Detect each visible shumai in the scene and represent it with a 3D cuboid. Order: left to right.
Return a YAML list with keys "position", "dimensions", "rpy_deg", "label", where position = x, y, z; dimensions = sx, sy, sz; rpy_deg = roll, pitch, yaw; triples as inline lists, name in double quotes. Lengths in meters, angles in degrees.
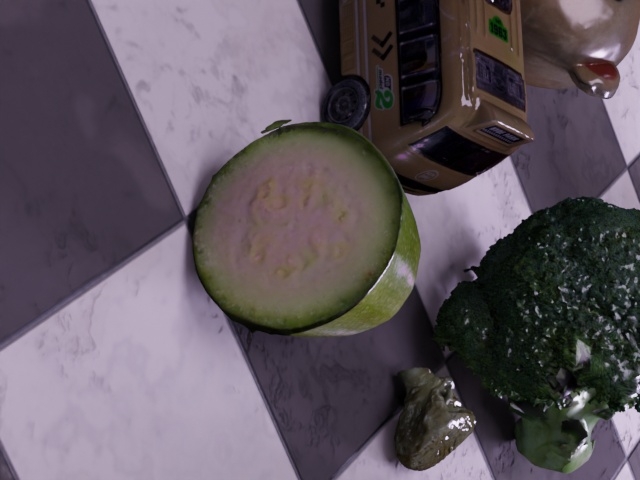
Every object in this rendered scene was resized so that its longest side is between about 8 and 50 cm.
- position: [0.087, 0.148, 1.312]
  dimensions: [0.080, 0.082, 0.083]
  rpy_deg: [52, -6, 24]
  label: "shumai"

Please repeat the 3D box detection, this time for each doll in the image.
- position: [0.251, -0.275, 1.574]
  dimensions: [0.235, 0.174, 0.330]
  rpy_deg: [40, 39, 2]
  label: "doll"

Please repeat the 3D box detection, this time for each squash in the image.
- position: [0.000, 0.000, 1.161]
  dimensions: [0.123, 0.170, 0.170]
  rpy_deg: [31, 54, -61]
  label: "squash"

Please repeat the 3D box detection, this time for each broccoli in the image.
- position: [0.232, 0.090, 1.400]
  dimensions: [0.270, 0.270, 0.270]
  rpy_deg: [-36, 141, -51]
  label: "broccoli"

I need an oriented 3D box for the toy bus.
- position: [0.099, -0.194, 1.342]
  dimensions: [0.139, 0.157, 0.289]
  rpy_deg: [20, 64, -48]
  label: "toy bus"
